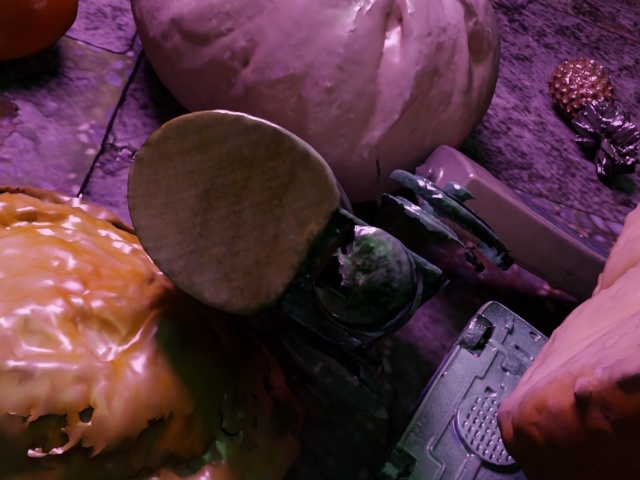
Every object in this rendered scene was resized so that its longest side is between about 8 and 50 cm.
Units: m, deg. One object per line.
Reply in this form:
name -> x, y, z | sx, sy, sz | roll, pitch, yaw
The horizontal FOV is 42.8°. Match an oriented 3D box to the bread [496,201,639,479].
bread -> 0.354, 0.093, 0.406 | 0.371, 0.390, 0.279 | 45, 48, -2

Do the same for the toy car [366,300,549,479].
toy car -> 0.094, 0.129, 0.511 | 0.090, 0.076, 0.224 | 38, 43, 7

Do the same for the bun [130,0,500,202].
bun -> 0.010, -0.219, 0.730 | 0.365, 0.219, 0.365 | 18, 40, -16

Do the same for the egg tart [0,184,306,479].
egg tart -> -0.138, 0.051, 0.410 | 0.290, 0.107, 0.291 | 20, 25, -10

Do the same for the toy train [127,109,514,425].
toy train -> 0.004, -0.008, 0.485 | 0.189, 0.126, 0.307 | 43, 3, 3

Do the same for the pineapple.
pineapple -> 0.311, -0.136, 0.918 | 0.074, 0.074, 0.159 | 8, 46, -21

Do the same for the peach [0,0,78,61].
peach -> -0.264, -0.215, 0.652 | 0.138, 0.138, 0.138 | 15, 41, -14

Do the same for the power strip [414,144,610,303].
power strip -> 0.192, 0.011, 0.660 | 0.286, 0.048, 0.080 | 30, 18, -21
